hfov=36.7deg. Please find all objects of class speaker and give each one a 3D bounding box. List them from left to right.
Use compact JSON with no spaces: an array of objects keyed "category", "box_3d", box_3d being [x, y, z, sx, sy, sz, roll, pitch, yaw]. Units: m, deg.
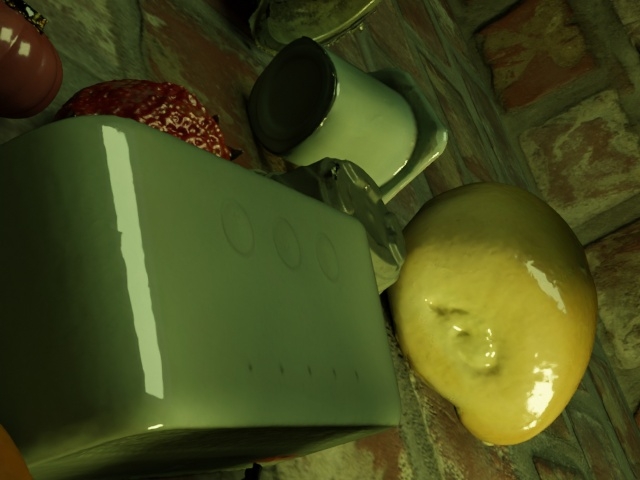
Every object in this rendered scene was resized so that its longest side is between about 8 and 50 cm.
[{"category":"speaker","box_3d":[-0.090,0.066,0.704,0.406,0.183,0.184,20,51,-61]}]

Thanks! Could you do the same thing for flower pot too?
[{"category":"flower pot","box_3d":[-0.038,-0.447,1.394,0.259,0.290,0.290,56,19,15]},{"category":"flower pot","box_3d":[0.000,0.000,1.039,0.235,0.141,0.235,45,27,-30]}]

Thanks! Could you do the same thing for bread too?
[{"category":"bread","box_3d":[0.267,0.078,1.418,0.348,0.253,0.376,58,19,0]}]

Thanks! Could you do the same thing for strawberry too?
[{"category":"strawberry","box_3d":[-0.152,-0.085,0.827,0.148,0.131,0.131,48,23,-51]}]

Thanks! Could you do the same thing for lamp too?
[{"category":"lamp","box_3d":[-0.244,-0.137,0.716,0.107,0.092,0.107,38,-4,3]}]

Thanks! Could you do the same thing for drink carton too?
[{"category":"drink carton","box_3d":[0.016,-0.155,1.254,0.190,0.185,0.191,16,39,-45]}]

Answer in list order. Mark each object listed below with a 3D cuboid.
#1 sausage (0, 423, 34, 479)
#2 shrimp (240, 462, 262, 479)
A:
[{"category":"sausage","box_3d":[-0.164,0.195,0.481,0.238,0.098,0.098,68,21,-2]},{"category":"shrimp","box_3d":[-0.096,0.239,0.640,0.145,0.059,0.254,37,35,-29]}]
